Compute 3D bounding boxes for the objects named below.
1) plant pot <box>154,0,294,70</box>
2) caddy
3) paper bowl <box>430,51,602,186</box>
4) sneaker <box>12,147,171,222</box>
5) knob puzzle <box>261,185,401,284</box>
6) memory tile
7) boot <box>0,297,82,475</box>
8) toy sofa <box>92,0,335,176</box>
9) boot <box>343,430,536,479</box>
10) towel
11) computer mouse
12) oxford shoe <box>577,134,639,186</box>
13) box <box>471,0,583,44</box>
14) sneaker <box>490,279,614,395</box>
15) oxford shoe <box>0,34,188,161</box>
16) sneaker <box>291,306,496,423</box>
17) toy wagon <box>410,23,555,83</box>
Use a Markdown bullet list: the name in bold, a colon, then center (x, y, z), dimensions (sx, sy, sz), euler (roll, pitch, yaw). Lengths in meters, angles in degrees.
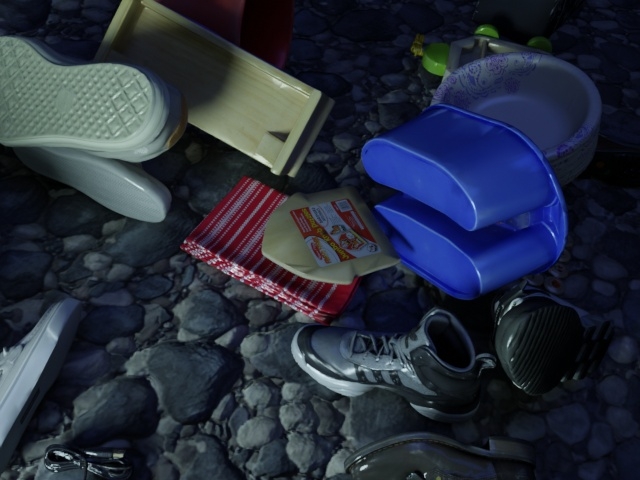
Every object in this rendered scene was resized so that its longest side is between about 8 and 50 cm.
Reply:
- **plant pot**: center (-0.206, -0.412, 1.355), dimensions (0.243, 0.275, 0.275), euler (13, 47, 13)
- **caddy**: center (0.214, -0.067, 1.092), dimensions (0.179, 0.241, 0.341), euler (-24, 33, -22)
- **paper bowl**: center (0.339, -0.189, 1.283), dimensions (0.284, 0.148, 0.284), euler (-7, 49, 8)
- **sneaker**: center (-0.332, -0.149, 1.182), dimensions (0.292, 0.108, 0.169), euler (26, 52, 15)
- **knob puzzle**: center (0.000, 0.000, 1.118), dimensions (0.213, 0.030, 0.213), euler (5, 47, -6)
- **memory tile**: center (0.361, 0.024, 1.216), dimensions (0.113, 0.012, 0.148), euler (20, 48, 8)
- **boot**: center (-0.400, 0.161, 0.895), dimensions (0.123, 0.095, 0.258), euler (20, 49, -2)
- **toy sofa**: center (-0.168, -0.252, 1.194), dimensions (0.362, 0.150, 0.177), euler (29, 8, 4)
- **boot**: center (0.160, 0.346, 0.843), dimensions (0.263, 0.091, 0.229), euler (0, 56, -1)
- **towel**: center (-0.053, 0.006, 1.146), dimensions (0.274, 0.031, 0.199), euler (26, 48, 13)
- **computer mouse**: center (-0.273, 0.320, 0.816), dimensions (0.106, 0.042, 0.193), euler (7, 42, -11)
- **oxford shoe**: center (0.543, -0.163, 1.372), dimensions (0.227, 0.083, 0.096), euler (12, 45, 0)
- **box**: center (0.537, -0.670, 1.673), dimensions (0.179, 0.312, 0.343), euler (32, 51, 17)
- **sneaker**: center (0.276, 0.120, 0.982), dimensions (0.146, 0.122, 0.330), euler (30, 7, 33)
- **oxford shoe**: center (-0.382, -0.207, 1.100), dimensions (0.449, 0.169, 0.130), euler (14, 1, 27)
- **sneaker**: center (0.097, 0.142, 0.965), dimensions (0.268, 0.153, 0.101), euler (18, 48, 5)
- **toy wagon**: center (0.354, -0.352, 1.518), dimensions (0.344, 0.068, 0.267), euler (14, 47, 4)
